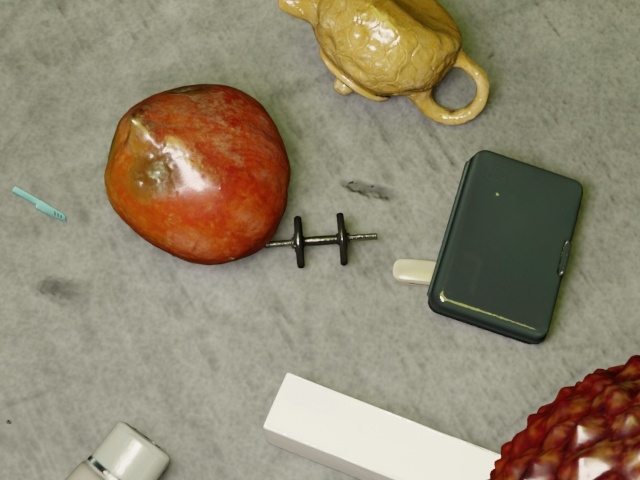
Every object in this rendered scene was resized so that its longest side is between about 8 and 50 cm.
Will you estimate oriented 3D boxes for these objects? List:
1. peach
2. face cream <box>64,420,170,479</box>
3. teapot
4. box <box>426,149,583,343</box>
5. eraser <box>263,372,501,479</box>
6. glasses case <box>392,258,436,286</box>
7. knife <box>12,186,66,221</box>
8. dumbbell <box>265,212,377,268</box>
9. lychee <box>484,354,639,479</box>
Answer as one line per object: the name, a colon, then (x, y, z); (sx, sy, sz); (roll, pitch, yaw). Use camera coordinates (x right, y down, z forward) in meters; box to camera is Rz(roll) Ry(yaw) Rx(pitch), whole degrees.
peach: (-0.158, -0.092, 1.634); (0.232, 0.257, 0.232); (-9, 59, 16)
face cream: (-0.300, 0.359, 1.545); (0.143, 0.089, 0.314); (35, 80, 14)
teapot: (0.082, -0.253, 1.754); (0.311, 0.167, 0.203); (34, 26, -9)
box: (0.237, 0.007, 1.677); (0.160, 0.050, 0.230); (19, 68, 0)
eraser: (0.084, 0.254, 1.572); (0.298, 0.078, 0.076); (20, 69, 10)
glasses case: (0.134, 0.043, 1.691); (0.083, 0.021, 0.032); (6, 68, 3)
knife: (-0.377, -0.048, 1.759); (0.091, 0.005, 0.014); (28, 70, 13)
dumbbell: (0.000, 0.000, 1.690); (0.147, 0.069, 0.069); (-5, 67, 0)
lychee: (0.389, 0.319, 1.359); (0.499, 0.424, 0.425); (-23, 68, 2)
